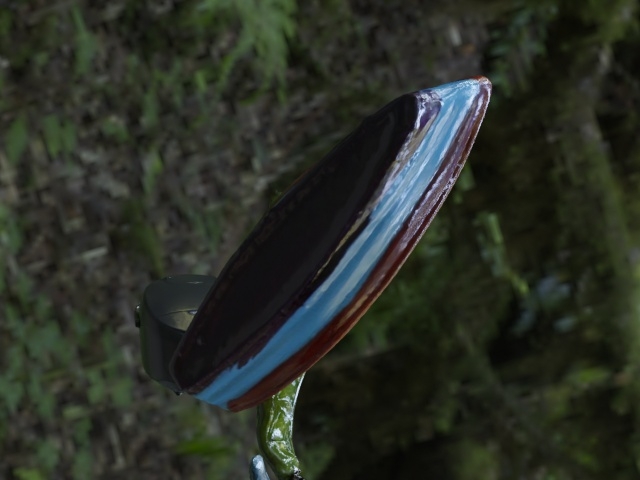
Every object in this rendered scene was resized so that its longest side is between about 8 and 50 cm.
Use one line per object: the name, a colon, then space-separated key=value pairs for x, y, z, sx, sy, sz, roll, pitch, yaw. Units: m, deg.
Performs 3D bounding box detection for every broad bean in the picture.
broad bean: x=-0.026 y=0.104 z=1.749 sx=0.056 sy=0.098 sz=0.318 roll=29 pitch=50 yaw=-69

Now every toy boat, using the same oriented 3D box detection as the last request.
toy boat: x=0.000 y=0.000 z=1.508 sx=0.079 sy=0.392 sz=0.136 roll=-4 pitch=53 yaw=-49

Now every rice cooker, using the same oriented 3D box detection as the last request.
rice cooker: x=-0.151 y=0.111 z=2.150 sx=0.203 sy=0.142 sz=0.118 roll=-122 pitch=-146 yaw=-72

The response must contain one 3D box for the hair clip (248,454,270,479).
hair clip: x=-0.059 y=0.444 z=2.064 sx=0.318 sy=0.238 sz=0.392 roll=-51 pitch=161 yaw=-25
